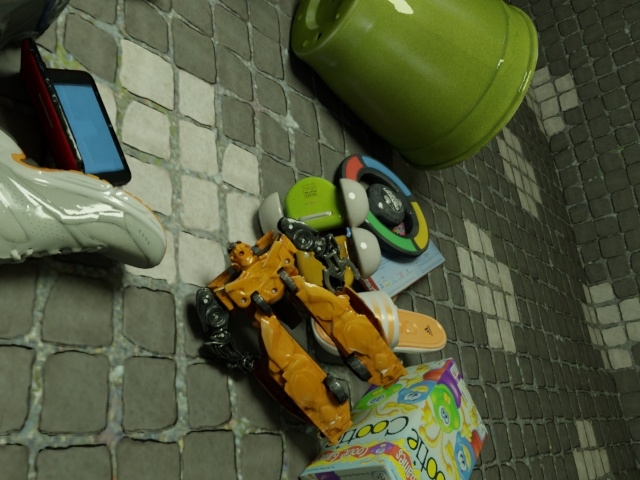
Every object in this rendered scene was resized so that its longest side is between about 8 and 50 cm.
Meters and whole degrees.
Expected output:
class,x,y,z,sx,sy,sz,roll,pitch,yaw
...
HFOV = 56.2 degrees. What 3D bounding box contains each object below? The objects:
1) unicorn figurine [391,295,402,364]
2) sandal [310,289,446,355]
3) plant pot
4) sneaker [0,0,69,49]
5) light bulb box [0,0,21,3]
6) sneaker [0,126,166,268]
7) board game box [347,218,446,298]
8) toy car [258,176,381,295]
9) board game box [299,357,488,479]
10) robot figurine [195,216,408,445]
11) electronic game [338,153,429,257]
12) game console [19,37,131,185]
class,x,y,z,sx,sy,sz,roll,pitch,yaw
unicorn figurine,0.118,0.164,1.030,0.111,0.060,0.162,11,48,-51
sandal,0.106,0.122,0.944,0.265,0.076,0.102,6,47,-31
plant pot,0.148,-0.372,1.134,0.352,0.366,0.367,24,53,-32
sneaker,-0.334,-0.251,0.584,0.129,0.111,0.297,40,39,-19
light bulb box,-0.272,-0.349,0.347,0.358,0.225,0.361,-41,112,-52
sneaker,-0.272,-0.012,0.562,0.262,0.099,0.121,29,58,-34
board game box,0.136,0.019,1.120,0.145,0.027,0.281,57,34,8
toy car,0.000,0.000,0.893,0.136,0.159,0.182,75,2,-77
board game box,0.118,0.307,0.866,0.275,0.144,0.142,-34,100,-56
robot figurine,-0.026,0.114,0.777,0.211,0.085,0.291,-41,106,-12
electronic game,0.121,-0.067,1.119,0.229,0.048,0.229,31,38,-28
game console,-0.256,-0.134,0.646,0.085,0.124,0.144,-23,91,-29
